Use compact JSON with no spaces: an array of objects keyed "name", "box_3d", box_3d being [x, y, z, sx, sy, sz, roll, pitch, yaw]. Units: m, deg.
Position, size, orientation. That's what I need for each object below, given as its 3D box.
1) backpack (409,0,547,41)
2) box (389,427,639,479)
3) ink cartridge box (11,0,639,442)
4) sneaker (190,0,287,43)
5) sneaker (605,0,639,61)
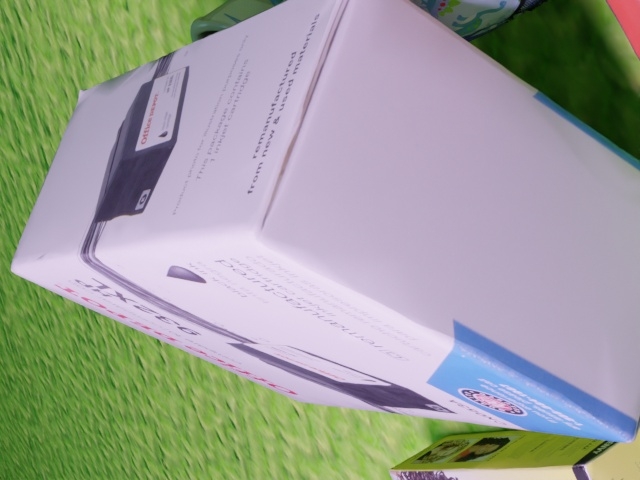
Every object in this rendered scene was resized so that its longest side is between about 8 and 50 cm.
[{"name":"backpack","box_3d":[0.058,-0.140,0.564,0.105,0.114,0.084,54,152,16]},{"name":"box","box_3d":[0.134,0.168,0.770,0.087,0.058,0.232,63,153,0]},{"name":"ink cartridge box","box_3d":[0.000,0.000,0.645,0.223,0.129,0.307,28,163,-27]},{"name":"sneaker","box_3d":[-0.015,-0.087,0.779,0.190,0.083,0.071,48,147,25]},{"name":"sneaker","box_3d":[0.165,-0.121,0.421,0.270,0.090,0.145,56,155,19]}]
